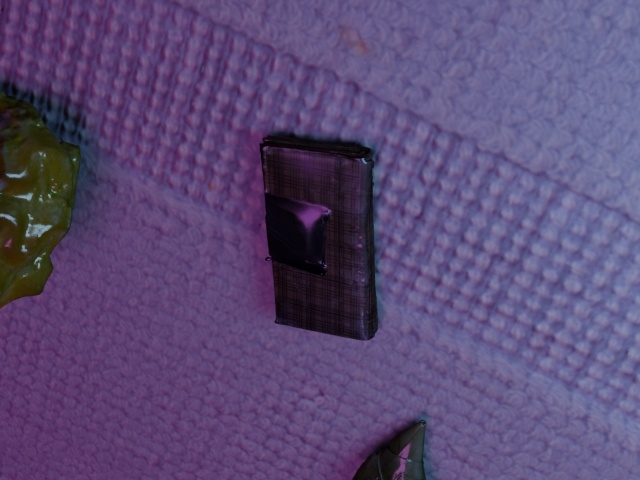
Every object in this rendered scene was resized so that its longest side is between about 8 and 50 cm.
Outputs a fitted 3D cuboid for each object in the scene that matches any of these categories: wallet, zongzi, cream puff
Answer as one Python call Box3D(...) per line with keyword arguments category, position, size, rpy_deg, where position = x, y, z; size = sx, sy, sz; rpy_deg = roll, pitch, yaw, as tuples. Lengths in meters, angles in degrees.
Box3D(category="wallet", position=(0.000, 0.000, 1.271), size=(0.124, 0.042, 0.230), rpy_deg=(8, 126, 17))
Box3D(category="zongzi", position=(0.122, 0.297, 1.385), size=(0.130, 0.062, 0.154), rpy_deg=(-43, 79, 32))
Box3D(category="cream puff", position=(-0.382, -0.043, 1.350), size=(0.281, 0.185, 0.282), rpy_deg=(-6, 78, 29))
